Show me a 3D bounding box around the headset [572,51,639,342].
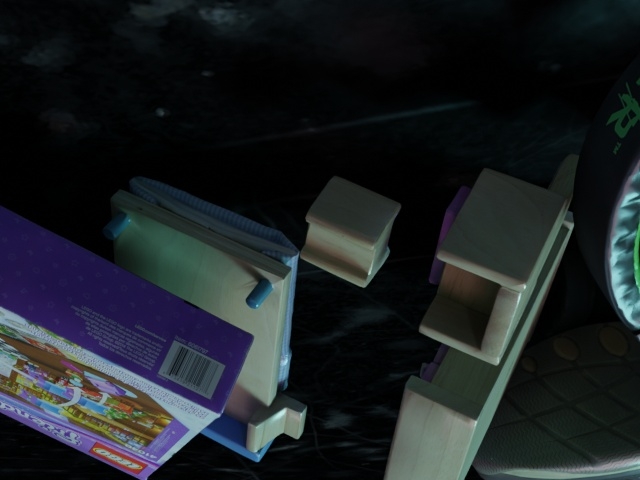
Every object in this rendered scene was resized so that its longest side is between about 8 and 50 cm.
[{"bbox_3d":[0.312,0.020,0.514,0.394,0.185,0.243,34,114,-32],"label":"headset"}]

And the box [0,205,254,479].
[{"bbox_3d":[-0.206,0.044,0.591,0.293,0.057,0.201,29,149,-9],"label":"box"}]

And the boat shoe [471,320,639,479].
[{"bbox_3d":[0.287,0.136,0.735,0.355,0.132,0.130,-15,129,11],"label":"boat shoe"}]

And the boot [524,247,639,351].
[{"bbox_3d":[0.274,0.084,0.864,0.207,0.094,0.246,4,150,-8],"label":"boot"}]

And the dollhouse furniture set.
[{"bbox_3d":[0.000,0.000,0.663,0.303,0.198,0.286,23,138,15],"label":"dollhouse furniture set"}]
